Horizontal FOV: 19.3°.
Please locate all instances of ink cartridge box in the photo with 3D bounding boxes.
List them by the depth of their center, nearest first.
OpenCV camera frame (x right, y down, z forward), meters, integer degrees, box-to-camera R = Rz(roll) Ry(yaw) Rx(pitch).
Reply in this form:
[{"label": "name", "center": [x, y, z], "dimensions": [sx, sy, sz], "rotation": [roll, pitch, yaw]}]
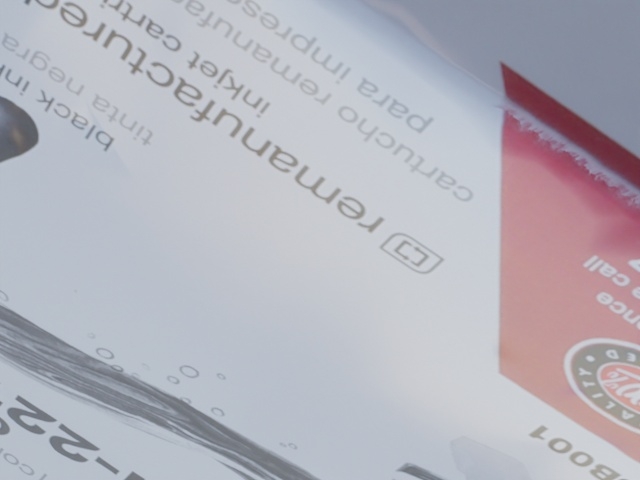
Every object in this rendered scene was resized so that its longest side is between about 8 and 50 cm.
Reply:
[{"label": "ink cartridge box", "center": [0.000, 0.000, 0.454], "dimensions": [0.197, 0.114, 0.273], "rotation": [34, 145, -7]}]
